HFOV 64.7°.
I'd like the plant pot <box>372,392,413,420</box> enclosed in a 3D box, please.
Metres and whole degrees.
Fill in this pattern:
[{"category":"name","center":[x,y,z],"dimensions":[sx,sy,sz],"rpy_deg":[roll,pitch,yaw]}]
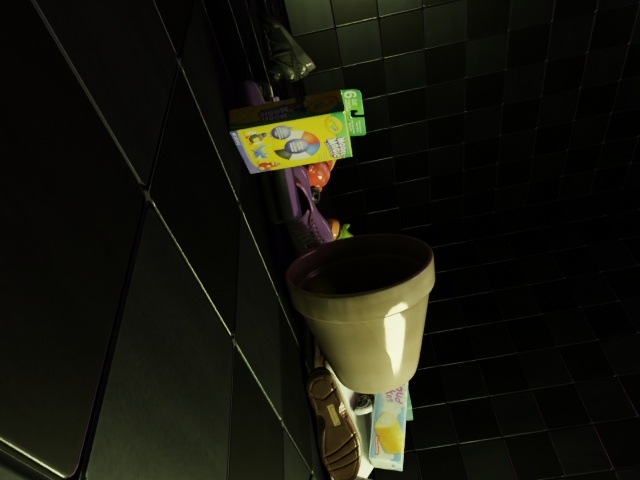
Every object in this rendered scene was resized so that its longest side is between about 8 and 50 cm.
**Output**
[{"category":"plant pot","center":[0.175,0.515,1.686],"dimensions":[0.165,0.234,0.165],"rpy_deg":[71,10,-56]}]

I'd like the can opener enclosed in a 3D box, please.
[{"category":"can opener","center":[-0.110,-0.166,0.990],"dimensions":[0.095,0.076,0.283],"rpy_deg":[-24,107,-52]}]

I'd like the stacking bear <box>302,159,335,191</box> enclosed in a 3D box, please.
[{"category":"stacking bear","center":[-0.024,-0.273,1.656],"dimensions":[0.289,0.164,0.175],"rpy_deg":[-88,167,-49]}]

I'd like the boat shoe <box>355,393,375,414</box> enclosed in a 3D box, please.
[{"category":"boat shoe","center":[0.122,0.452,1.416],"dimensions":[0.142,0.049,0.040],"rpy_deg":[10,64,-76]}]

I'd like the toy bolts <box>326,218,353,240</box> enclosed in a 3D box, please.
[{"category":"toy bolts","center":[0.031,0.048,1.974],"dimensions":[0.218,0.159,0.228],"rpy_deg":[-57,-146,30]}]

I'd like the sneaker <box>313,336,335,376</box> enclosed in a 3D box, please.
[{"category":"sneaker","center":[0.027,0.292,1.345],"dimensions":[0.185,0.084,0.069],"rpy_deg":[-93,171,-57]}]

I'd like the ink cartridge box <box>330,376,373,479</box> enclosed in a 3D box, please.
[{"category":"ink cartridge box","center":[0.052,0.511,1.385],"dimensions":[0.385,0.091,0.308],"rpy_deg":[3,76,-68]}]

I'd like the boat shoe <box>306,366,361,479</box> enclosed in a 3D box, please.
[{"category":"boat shoe","center":[0.033,0.404,1.134],"dimensions":[0.095,0.095,0.257],"rpy_deg":[-114,-167,-85]}]

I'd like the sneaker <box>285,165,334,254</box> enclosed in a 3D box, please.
[{"category":"sneaker","center":[-0.046,-0.035,1.216],"dimensions":[0.123,0.106,0.290],"rpy_deg":[-78,149,-59]}]

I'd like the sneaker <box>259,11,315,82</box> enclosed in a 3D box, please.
[{"category":"sneaker","center":[-0.131,-0.566,1.508],"dimensions":[0.227,0.130,0.087],"rpy_deg":[51,11,-1]}]

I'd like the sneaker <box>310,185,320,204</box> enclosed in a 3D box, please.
[{"category":"sneaker","center":[-0.040,-0.131,1.498],"dimensions":[0.152,0.085,0.058],"rpy_deg":[-70,149,-81]}]

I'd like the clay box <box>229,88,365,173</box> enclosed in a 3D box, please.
[{"category":"clay box","center":[-0.033,-0.186,0.876],"dimensions":[0.127,0.222,0.053],"rpy_deg":[69,14,-62]}]

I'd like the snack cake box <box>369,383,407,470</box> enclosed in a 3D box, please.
[{"category":"snack cake box","center":[0.199,0.498,1.435],"dimensions":[0.152,0.089,0.264],"rpy_deg":[72,24,-57]}]

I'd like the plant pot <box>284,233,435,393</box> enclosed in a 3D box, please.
[{"category":"plant pot","center":[0.102,0.169,1.129],"dimensions":[0.323,0.323,0.280],"rpy_deg":[-88,168,-69]}]

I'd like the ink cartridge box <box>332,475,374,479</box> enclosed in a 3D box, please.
[{"category":"ink cartridge box","center":[0.138,0.714,1.158],"dimensions":[0.069,0.176,0.370],"rpy_deg":[-31,114,-53]}]

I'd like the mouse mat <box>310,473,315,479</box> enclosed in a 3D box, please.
[{"category":"mouse mat","center":[-0.010,0.514,0.882],"dimensions":[0.189,0.007,0.152],"rpy_deg":[50,29,-82]}]
